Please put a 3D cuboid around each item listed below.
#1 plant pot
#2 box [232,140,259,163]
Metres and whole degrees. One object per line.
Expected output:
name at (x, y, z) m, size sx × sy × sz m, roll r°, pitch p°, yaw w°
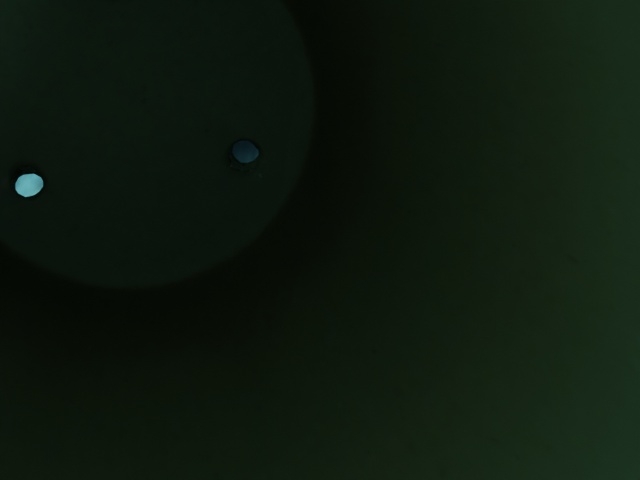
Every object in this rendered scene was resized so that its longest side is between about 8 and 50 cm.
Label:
plant pot at (-0.043, -0.012, 0.419) m, size 0.256 × 0.256 × 0.274 m, roll -59°, pitch -166°, yaw 8°
box at (0.000, 0.000, 0.811) m, size 0.318 × 0.097 × 0.395 m, roll -36°, pitch 153°, yaw -42°
